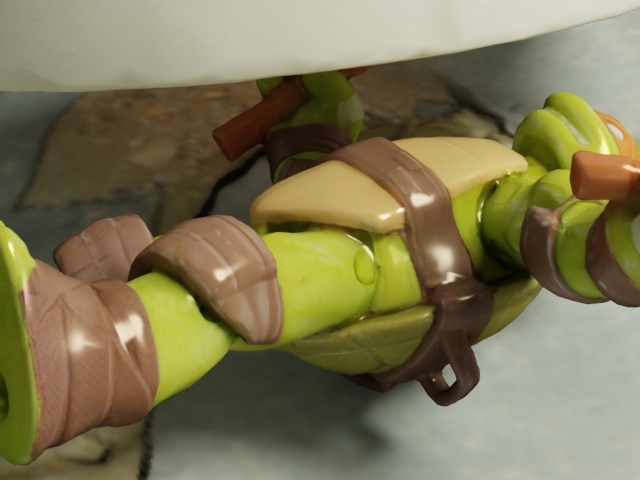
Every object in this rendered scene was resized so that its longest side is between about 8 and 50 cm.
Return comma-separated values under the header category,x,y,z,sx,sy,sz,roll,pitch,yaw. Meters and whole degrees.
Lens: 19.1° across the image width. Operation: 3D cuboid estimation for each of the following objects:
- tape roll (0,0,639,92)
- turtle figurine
category,x,y,z,sx,sy,sz,roll,pitch,yaw
tape roll,-0.015,-0.126,0.589,0.286,0.100,0.286,-7,16,2
turtle figurine,0.000,0.000,0.491,0.217,0.087,0.269,-15,18,-26
